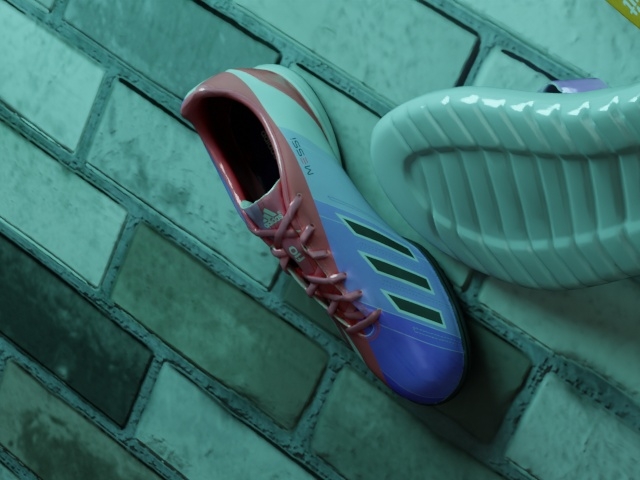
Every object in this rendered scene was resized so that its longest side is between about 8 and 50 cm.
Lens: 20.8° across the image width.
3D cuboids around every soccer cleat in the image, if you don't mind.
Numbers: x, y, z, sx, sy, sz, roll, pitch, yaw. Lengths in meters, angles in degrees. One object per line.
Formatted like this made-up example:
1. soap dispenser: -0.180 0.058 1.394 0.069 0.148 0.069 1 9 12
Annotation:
1. soccer cleat: 0.000 0.000 1.377 0.108 0.116 0.318 -39 76 30

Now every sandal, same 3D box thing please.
1. sandal: 0.205 -0.055 1.243 0.416 0.102 0.169 -1 120 50

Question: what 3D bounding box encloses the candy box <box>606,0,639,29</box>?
1. candy box: 0.258 -0.225 1.160 0.316 0.087 0.183 45 144 19
